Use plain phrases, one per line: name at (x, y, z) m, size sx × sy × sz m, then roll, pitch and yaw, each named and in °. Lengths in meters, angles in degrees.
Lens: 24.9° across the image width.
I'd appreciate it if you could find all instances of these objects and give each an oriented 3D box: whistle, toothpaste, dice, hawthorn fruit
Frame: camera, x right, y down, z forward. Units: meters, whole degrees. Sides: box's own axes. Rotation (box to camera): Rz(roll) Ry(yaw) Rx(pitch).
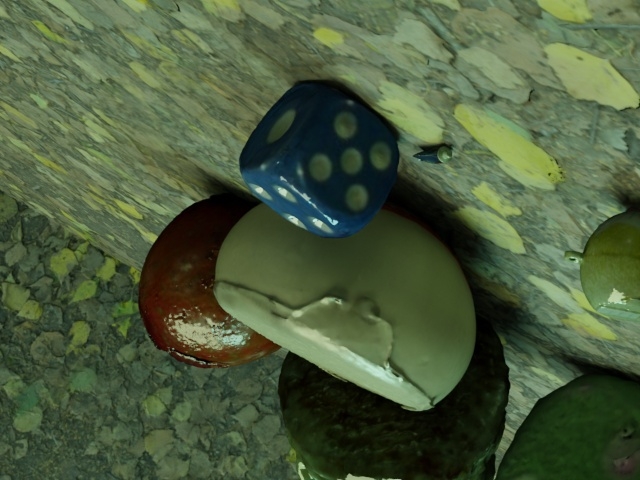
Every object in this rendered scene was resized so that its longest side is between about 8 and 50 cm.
whistle at (0.360, 0.029, 1.484) m, size 0.223 × 0.123 × 0.123 m, roll 10°, pitch 166°, yaw 1°
toothpaste at (0.133, -0.098, 1.681) m, size 0.027 × 0.019 × 0.083 m, roll 11°, pitch 176°, yaw -19°
dice at (0.465, 0.405, 2.129) m, size 0.322 × 0.318 × 0.330 m, roll 38°, pitch 167°, yaw -28°
hawthorn fruit at (-0.165, 0.068, 2.484) m, size 0.316 × 0.316 × 0.316 m, roll 30°, pitch 168°, yaw 7°
dice at (-0.003, -0.094, 1.729) m, size 0.146 × 0.143 × 0.146 m, roll 38°, pitch 166°, yaw -27°

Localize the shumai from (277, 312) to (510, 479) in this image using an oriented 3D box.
shumai at (0.141, 0.313, 2.216) m, size 0.395 × 0.395 × 0.348 m, roll 20°, pitch 143°, yaw 43°

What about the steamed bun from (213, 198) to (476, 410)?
steamed bun at (0.046, 0.060, 1.978) m, size 0.374 × 0.241 × 0.374 m, roll 26°, pitch 169°, yaw 6°
